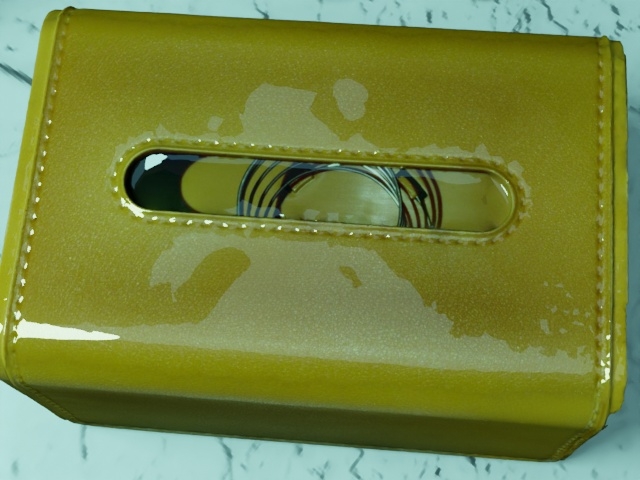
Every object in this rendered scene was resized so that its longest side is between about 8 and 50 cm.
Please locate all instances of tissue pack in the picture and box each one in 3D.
[{"bbox_3d":[0.000,0.000,0.518,0.274,0.145,0.195,3,75,4],"label":"tissue pack"}]
